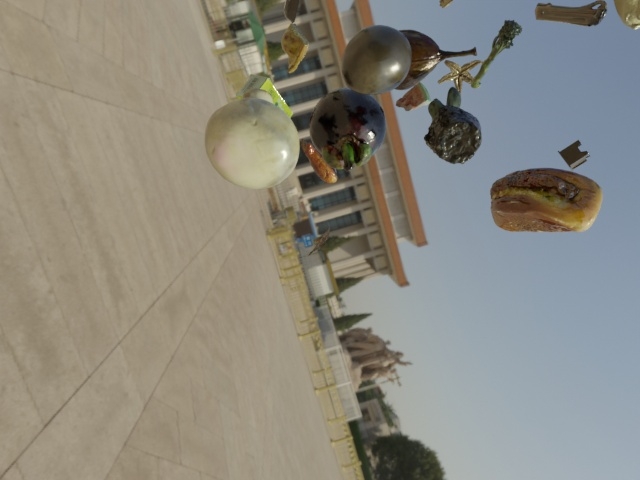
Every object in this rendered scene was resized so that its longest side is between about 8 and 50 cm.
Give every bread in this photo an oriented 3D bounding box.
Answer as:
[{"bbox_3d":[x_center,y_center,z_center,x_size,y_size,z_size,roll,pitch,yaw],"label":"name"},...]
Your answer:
[{"bbox_3d":[-0.013,-0.393,2.339,0.269,0.095,0.139,44,-2,-27],"label":"bread"}]

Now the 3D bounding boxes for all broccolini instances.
[{"bbox_3d":[0.666,-0.698,1.777,0.392,0.074,0.078,78,25,-82],"label":"broccolini"}]

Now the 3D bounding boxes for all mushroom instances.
[{"bbox_3d":[-0.226,-0.349,1.536,0.315,0.316,0.355,-137,-135,-86],"label":"mushroom"}]

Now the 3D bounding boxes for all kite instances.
[{"bbox_3d":[0.000,0.000,2.104,0.010,0.190,0.159,42,-25,-12],"label":"kite"}]

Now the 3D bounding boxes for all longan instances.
[{"bbox_3d":[0.158,-0.509,1.315,0.198,0.213,0.197,165,-90,-69],"label":"longan"}]

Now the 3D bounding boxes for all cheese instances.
[{"bbox_3d":[0.987,-0.805,1.432,0.266,0.127,0.233,49,36,-44],"label":"cheese"}]

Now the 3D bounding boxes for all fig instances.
[{"bbox_3d":[0.326,-0.603,1.479,0.190,0.291,0.190,47,31,-40],"label":"fig"}]

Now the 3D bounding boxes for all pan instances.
[{"bbox_3d":[-0.111,-0.846,1.709,0.202,0.048,0.128,123,-24,-63],"label":"pan"}]

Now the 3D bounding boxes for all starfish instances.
[{"bbox_3d":[0.732,-0.864,2.416,0.227,0.241,0.043,43,35,-40],"label":"starfish"}]

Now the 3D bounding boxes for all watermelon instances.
[{"bbox_3d":[0.429,-0.645,2.104,0.121,0.159,0.097,79,-6,-74],"label":"watermelon"}]

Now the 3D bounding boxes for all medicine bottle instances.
[{"bbox_3d":[-0.262,-0.651,2.218,0.141,0.137,0.250,27,-14,41],"label":"medicine bottle"}]

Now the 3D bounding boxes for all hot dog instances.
[{"bbox_3d":[0.732,-0.141,1.609,0.185,0.223,0.405,-66,-160,-8],"label":"hot dog"}]

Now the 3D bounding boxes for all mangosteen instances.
[{"bbox_3d":[0.096,-0.424,1.811,0.359,0.307,0.305,-66,152,-42],"label":"mangosteen"}]

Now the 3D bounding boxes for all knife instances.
[{"bbox_3d":[0.966,-0.886,1.805,0.365,0.043,0.089,-124,-145,-57],"label":"knife"}]

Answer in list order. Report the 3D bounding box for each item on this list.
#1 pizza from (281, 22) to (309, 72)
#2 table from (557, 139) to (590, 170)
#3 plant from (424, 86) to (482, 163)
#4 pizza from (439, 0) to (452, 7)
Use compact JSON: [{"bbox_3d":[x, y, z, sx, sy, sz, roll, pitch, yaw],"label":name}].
[{"bbox_3d":[-0.146,-0.925,2.246,0.204,0.081,0.188,-53,-127,50],"label":"pizza"},{"bbox_3d":[1.001,-0.336,1.828,0.070,0.082,0.083,8,52,-54],"label":"table"},{"bbox_3d":[0.386,-0.346,1.397,0.149,0.146,0.274,28,37,-20],"label":"plant"},{"bbox_3d":[0.522,-0.980,1.788,0.069,0.154,0.194,48,-37,-9],"label":"pizza"}]
